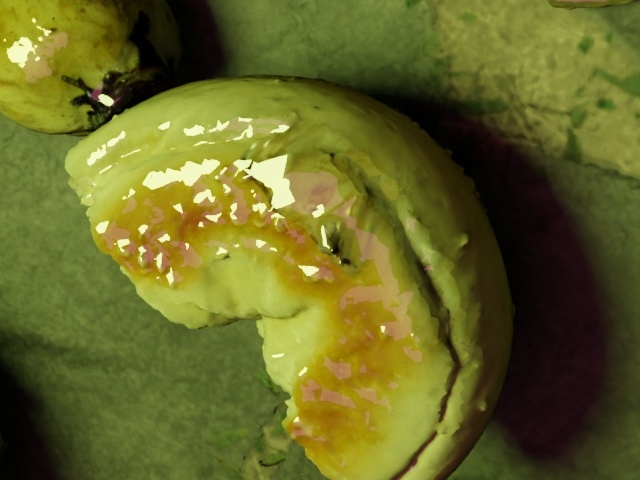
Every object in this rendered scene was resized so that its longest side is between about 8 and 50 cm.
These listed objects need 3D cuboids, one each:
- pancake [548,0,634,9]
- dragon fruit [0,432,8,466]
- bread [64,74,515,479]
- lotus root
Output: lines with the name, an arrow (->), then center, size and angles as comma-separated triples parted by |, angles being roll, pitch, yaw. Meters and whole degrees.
pancake -> 0.138, -0.243, 0.968 | 0.236, 0.042, 0.222 | 12, 116, 19
dragon fruit -> -0.402, 0.170, 1.224 | 0.329, 0.329, 0.329 | 9, 112, 23
bread -> -0.001, -0.005, 1.050 | 0.314, 0.171, 0.192 | 38, 116, 7
lotus root -> -0.187, -0.147, 1.111 | 0.214, 0.138, 0.138 | 33, 120, 23
